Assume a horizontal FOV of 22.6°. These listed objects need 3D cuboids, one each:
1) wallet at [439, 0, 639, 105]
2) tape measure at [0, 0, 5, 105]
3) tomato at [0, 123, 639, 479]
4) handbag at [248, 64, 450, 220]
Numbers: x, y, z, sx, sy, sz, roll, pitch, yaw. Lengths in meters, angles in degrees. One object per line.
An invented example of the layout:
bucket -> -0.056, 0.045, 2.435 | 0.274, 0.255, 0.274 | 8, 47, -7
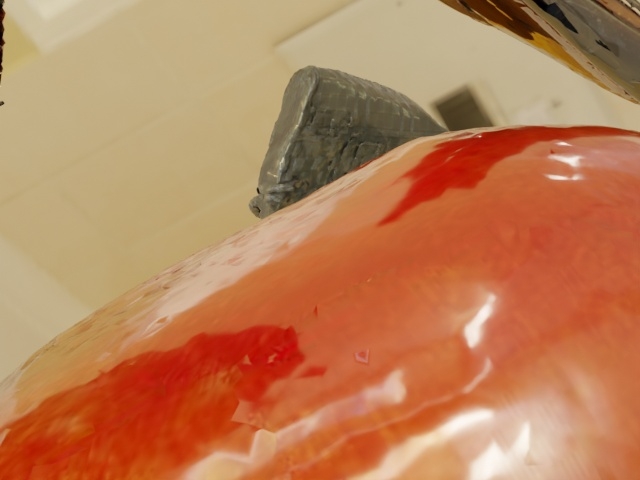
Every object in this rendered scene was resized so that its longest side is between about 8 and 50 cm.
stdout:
wallet -> 0.052, -0.130, 0.649 | 0.195, 0.042, 0.161 | 31, -175, -39
tape measure -> -0.158, -0.061, 0.449 | 0.223, 0.135, 0.202 | 118, 147, -53
tomato -> 0.033, 0.119, 0.520 | 0.290, 0.325, 0.293 | -132, 22, -72
handbag -> 0.000, 0.000, 1.143 | 0.088, 0.270, 0.175 | 23, -160, 27
